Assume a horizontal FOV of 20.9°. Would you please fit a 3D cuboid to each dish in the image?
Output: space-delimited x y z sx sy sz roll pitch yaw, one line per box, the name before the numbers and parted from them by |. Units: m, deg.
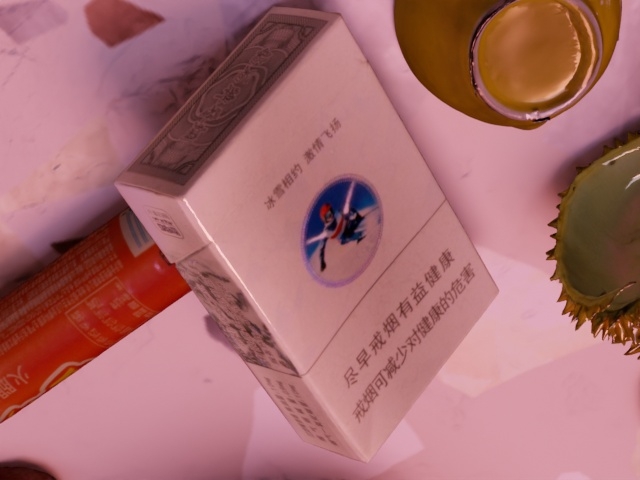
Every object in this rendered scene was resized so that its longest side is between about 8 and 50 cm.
dish | 0.125 -0.137 1.091 0.149 0.080 0.207 -20 128 1

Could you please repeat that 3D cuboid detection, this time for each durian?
durian | 0.272 -0.011 1.136 0.176 0.200 0.237 41 100 -9

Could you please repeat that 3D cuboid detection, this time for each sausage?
sausage | -0.183 0.057 1.163 0.264 0.083 0.083 -35 125 14

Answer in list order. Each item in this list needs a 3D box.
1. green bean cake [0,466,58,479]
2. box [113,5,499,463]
green bean cake | -0.300 0.254 1.257 0.233 0.097 0.198 9 122 -19
box | 0.000 0.000 1.114 0.164 0.069 0.256 -50 129 -23
